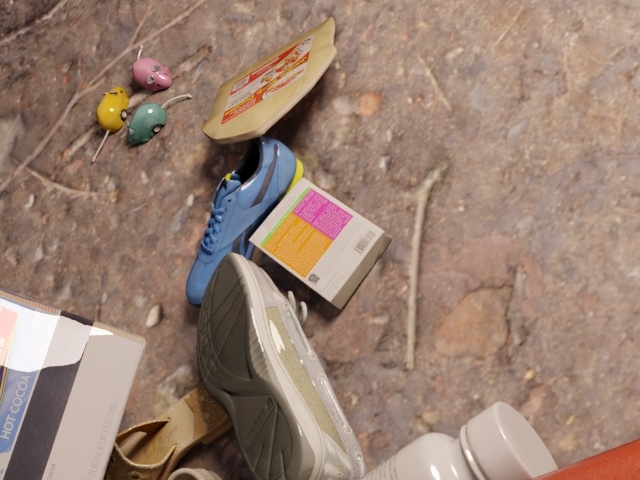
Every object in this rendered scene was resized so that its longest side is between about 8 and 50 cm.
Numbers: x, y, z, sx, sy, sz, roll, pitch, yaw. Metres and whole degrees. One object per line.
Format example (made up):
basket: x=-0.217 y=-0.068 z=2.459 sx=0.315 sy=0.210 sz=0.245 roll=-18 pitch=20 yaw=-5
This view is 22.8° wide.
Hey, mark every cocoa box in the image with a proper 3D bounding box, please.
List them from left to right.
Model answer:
cocoa box: x=-0.354 y=0.251 z=1.661 sx=0.231 sy=0.228 sz=0.347 roll=128 pitch=160 yaw=-62

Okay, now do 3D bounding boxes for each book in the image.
book: x=0.000 y=0.000 z=1.733 sx=0.096 sy=0.035 sz=0.144 roll=-53 pitch=48 yaw=-1

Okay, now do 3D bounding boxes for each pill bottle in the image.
pill bottle: x=0.102 y=0.253 z=1.459 sx=0.229 sy=0.131 sz=0.131 roll=-37 pitch=50 yaw=17

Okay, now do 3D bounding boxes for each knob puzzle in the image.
knob puzzle: x=-0.055 y=-0.165 z=1.823 sx=0.213 sy=0.030 sz=0.213 roll=-32 pitch=25 yaw=16

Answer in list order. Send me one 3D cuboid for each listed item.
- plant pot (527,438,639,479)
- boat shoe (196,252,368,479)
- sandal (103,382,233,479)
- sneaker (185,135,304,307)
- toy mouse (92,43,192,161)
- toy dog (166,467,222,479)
plant pot: x=0.271 y=0.269 z=1.253 sx=0.265 sy=0.272 sz=0.272 roll=-22 pitch=56 yaw=38
boat shoe: x=-0.045 y=0.141 z=1.664 sx=0.118 sy=0.103 sz=0.320 roll=-58 pitch=39 yaw=25
sandal: x=-0.193 y=0.223 z=1.735 sx=0.240 sy=0.079 sz=0.088 roll=-40 pitch=49 yaw=14
sneaker: x=-0.104 y=-0.025 z=1.788 sx=0.069 sy=0.082 sz=0.209 roll=34 pitch=92 yaw=49
toy mouse: x=-0.224 y=-0.180 z=1.995 sx=0.143 sy=0.031 sz=0.161 roll=0 pitch=68 yaw=37
toy dog: x=-0.167 y=0.372 z=1.585 sx=0.220 sy=0.161 sz=0.334 roll=13 pitch=76 yaw=40
